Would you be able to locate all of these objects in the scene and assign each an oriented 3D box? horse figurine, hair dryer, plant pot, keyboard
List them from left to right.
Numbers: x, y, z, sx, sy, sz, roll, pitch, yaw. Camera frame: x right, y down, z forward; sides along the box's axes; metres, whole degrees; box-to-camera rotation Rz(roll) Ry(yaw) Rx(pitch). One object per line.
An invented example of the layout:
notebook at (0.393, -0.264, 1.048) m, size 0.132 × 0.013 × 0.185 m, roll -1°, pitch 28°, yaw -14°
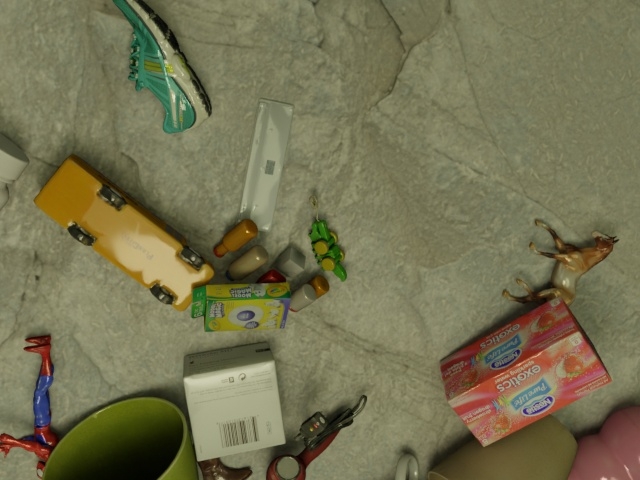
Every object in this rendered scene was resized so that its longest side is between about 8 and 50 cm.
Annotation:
plant pot at (-0.340, 0.504, 1.399) m, size 0.274 × 0.275 × 0.294 m, roll -21°, pitch 121°, yaw -7°
keyboard at (-0.109, -0.146, 1.428) m, size 0.072 × 0.014 × 0.256 m, roll 9°, pitch 99°, yaw -18°
hair dryer at (-0.018, 0.448, 1.488) m, size 0.080 × 0.223 × 0.293 m, roll 49°, pitch 113°, yaw 25°
plant pot at (0.417, 0.501, 1.557) m, size 0.274 × 0.256 × 0.256 m, roll -39°, pitch 106°, yaw -17°
horse figurine at (0.507, 0.080, 1.570) m, size 0.174 × 0.066 × 0.263 m, roll 22°, pitch 95°, yaw -10°

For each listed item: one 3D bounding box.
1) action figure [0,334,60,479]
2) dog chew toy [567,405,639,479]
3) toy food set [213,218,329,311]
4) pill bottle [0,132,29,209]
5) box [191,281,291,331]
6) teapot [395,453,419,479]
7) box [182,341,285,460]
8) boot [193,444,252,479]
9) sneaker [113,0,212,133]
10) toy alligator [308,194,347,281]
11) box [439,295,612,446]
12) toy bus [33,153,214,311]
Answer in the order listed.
action figure at (-0.570, 0.333, 1.386) m, size 0.139 × 0.091 × 0.280 m, roll -7°, pitch 101°, yaw -17°
dog chew toy at (0.652, 0.514, 1.621) m, size 0.332 × 0.206 × 0.207 m, roll -31°, pitch 105°, yaw 4°
toy food set at (-0.100, 0.072, 1.430) m, size 0.232 × 0.111 × 0.104 m, roll 37°, pitch 126°, yaw -27°
pill bottle at (-0.648, -0.068, 1.254) m, size 0.160 × 0.160 × 0.283 m, roll 40°, pitch 91°, yaw -16°
box at (-0.150, 0.125, 1.355) m, size 0.179 × 0.043 × 0.105 m, roll 0°, pitch 140°, yaw -11°
teapot at (0.193, 0.636, 1.558) m, size 0.252 × 0.187 × 0.256 m, roll 41°, pitch 111°, yaw 10°
box at (-0.173, 0.318, 1.447) m, size 0.181 × 0.119 × 0.182 m, roll -9°, pitch 102°, yaw -10°
boot at (-0.207, 0.458, 1.514) m, size 0.106 × 0.037 × 0.114 m, roll -19°, pitch 99°, yaw -10°
sneaker at (-0.302, -0.321, 1.310) m, size 0.110 × 0.107 × 0.275 m, roll -26°, pitch 105°, yaw 4°
toy alligator at (0.000, 0.000, 1.459) m, size 0.051 × 0.056 × 0.190 m, roll -13°, pitch 107°, yaw 33°
box at (0.417, 0.273, 1.502) m, size 0.300 × 0.142 × 0.154 m, roll -32°, pitch 111°, yaw 16°
toy bus at (-0.356, -0.013, 1.340) m, size 0.332 × 0.130 × 0.108 m, roll 39°, pitch 90°, yaw -16°
